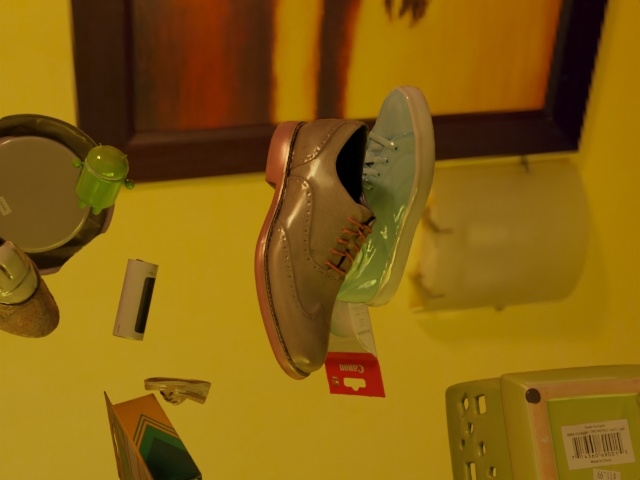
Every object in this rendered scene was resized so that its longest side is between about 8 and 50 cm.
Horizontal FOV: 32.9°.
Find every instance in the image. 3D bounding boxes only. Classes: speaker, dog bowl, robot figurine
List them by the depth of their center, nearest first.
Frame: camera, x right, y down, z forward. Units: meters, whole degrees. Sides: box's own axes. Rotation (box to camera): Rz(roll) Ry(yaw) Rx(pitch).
[{"bbox_3d":[-0.335,-0.096,1.660,0.067,0.101,0.115,-82,-162,-55],"label":"robot figurine"},{"bbox_3d":[-0.317,0.100,1.860,0.055,0.055,0.136,177,-75,-73],"label":"speaker"},{"bbox_3d":[-0.614,-0.102,2.304,0.102,0.348,0.349,-134,-140,-73],"label":"dog bowl"}]

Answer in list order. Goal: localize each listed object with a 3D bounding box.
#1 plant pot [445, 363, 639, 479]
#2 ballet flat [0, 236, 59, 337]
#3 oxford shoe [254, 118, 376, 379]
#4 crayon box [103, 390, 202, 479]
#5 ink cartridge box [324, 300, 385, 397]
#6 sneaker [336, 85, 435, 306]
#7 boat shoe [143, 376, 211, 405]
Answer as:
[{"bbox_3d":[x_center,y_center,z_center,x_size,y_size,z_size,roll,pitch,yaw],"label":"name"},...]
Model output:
[{"bbox_3d":[0.294,0.261,1.300,0.207,0.228,0.227,122,-36,-69],"label":"plant pot"},{"bbox_3d":[-0.470,0.018,1.457,0.106,0.316,0.107,-30,-153,47],"label":"ballet flat"},{"bbox_3d":[0.000,0.000,1.557,0.140,0.146,0.397,31,56,-59],"label":"oxford shoe"},{"bbox_3d":[-0.283,0.410,1.881,0.323,0.083,0.203,41,-39,55],"label":"crayon box"},{"bbox_3d":[0.032,0.196,2.092,0.181,0.056,0.225,-6,-86,54],"label":"ink cartridge box"},{"bbox_3d":[0.076,-0.070,1.717,0.135,0.150,0.366,25,-73,58],"label":"sneaker"},{"bbox_3d":[-0.307,0.327,2.333,0.063,0.170,0.059,2,-97,47],"label":"boat shoe"}]
